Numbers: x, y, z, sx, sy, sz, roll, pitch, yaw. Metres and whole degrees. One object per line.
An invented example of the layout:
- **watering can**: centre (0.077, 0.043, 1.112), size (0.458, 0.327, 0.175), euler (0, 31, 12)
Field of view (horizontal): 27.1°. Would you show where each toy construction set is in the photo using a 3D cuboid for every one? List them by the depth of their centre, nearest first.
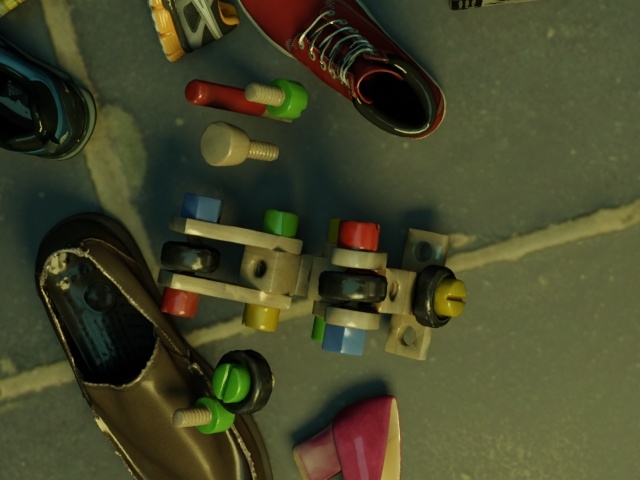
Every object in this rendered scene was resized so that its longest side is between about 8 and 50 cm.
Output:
- **toy construction set**: centre (0.000, 0.000, 1.249), size (0.257, 0.237, 0.309), euler (-22, 74, 37)

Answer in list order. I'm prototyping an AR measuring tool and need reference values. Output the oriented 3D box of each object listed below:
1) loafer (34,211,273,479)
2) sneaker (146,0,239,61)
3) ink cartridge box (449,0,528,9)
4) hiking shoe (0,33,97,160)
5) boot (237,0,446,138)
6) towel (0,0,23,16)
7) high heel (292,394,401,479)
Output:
- **loafer**: centre (-0.177, 0.147, 1.285), size (0.134, 0.130, 0.366), euler (-34, 91, 8)
- **sneaker**: centre (-0.133, -0.270, 1.238), size (0.083, 0.084, 0.215), euler (-16, 137, -5)
- **ink cartridge box**: centre (0.160, -0.238, 1.174), size (0.097, 0.207, 0.046), euler (-6, 95, 7)
- **hiking shoe**: centre (-0.361, -0.177, 1.275), size (0.304, 0.132, 0.113), euler (26, 97, 4)
- **boot**: centre (0.013, -0.184, 1.212), size (0.244, 0.176, 0.088), euler (40, 100, 3)
- **towel**: centre (-0.244, -0.307, 1.287), size (0.237, 0.021, 0.102), euler (-32, 65, 8)
- **high heel**: centre (0.077, 0.275, 1.295), size (0.117, 0.082, 0.244), euler (-31, 78, 18)
